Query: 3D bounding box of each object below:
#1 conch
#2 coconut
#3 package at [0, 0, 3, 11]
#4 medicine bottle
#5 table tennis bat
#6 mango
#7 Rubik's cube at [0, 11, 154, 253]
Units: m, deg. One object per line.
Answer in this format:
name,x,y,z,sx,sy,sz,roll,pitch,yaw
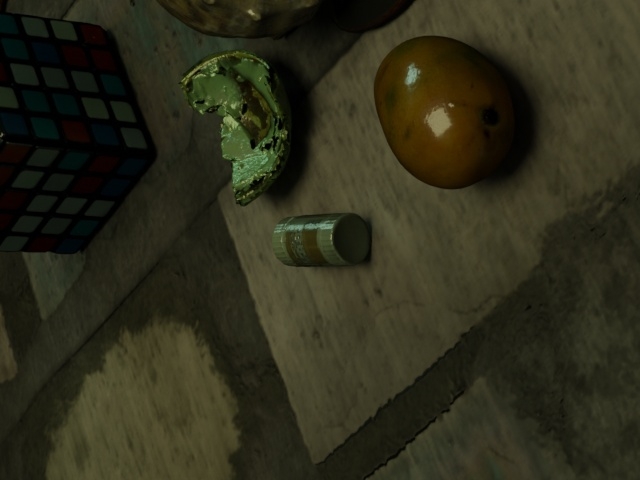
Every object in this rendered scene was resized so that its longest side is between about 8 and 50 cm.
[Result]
conch,-0.092,-0.279,1.565,0.291,0.159,0.210,-2,79,55
coconut,-0.065,-0.109,1.619,0.133,0.055,0.158,-35,63,42
package,-0.394,-0.269,2.054,0.083,0.022,0.200,33,112,46
medicine bottle,0.000,0.000,1.540,0.083,0.047,0.047,-3,84,49
table tennis bat,0.024,-0.238,1.553,0.220,0.019,0.130,-30,62,43
mango,0.093,-0.109,1.406,0.111,0.089,0.163,-59,39,30
Rubik's cube,-0.309,-0.109,1.814,0.184,0.187,0.182,-51,52,38
